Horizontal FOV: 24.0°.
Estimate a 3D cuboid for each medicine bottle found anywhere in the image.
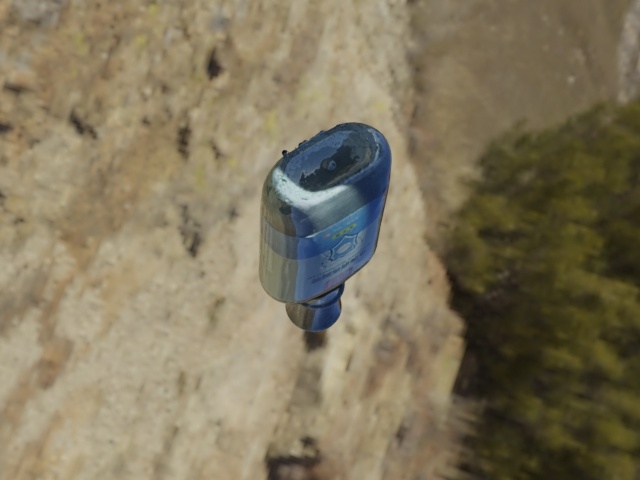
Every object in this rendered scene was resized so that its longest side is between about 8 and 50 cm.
[{"bbox_3d":[0.000,0.000,1.011,0.090,0.054,0.208,-32,158,-18],"label":"medicine bottle"}]
